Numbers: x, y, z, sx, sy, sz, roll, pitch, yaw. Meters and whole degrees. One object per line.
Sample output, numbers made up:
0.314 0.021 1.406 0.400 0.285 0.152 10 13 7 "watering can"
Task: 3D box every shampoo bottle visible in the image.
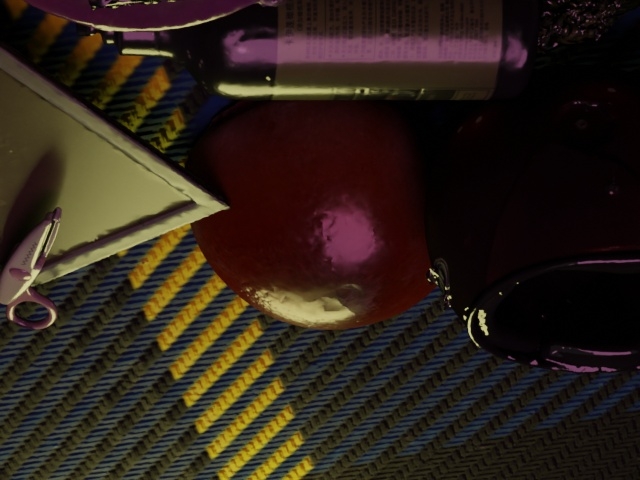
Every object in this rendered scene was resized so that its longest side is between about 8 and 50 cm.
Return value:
-0.010 -0.138 1.109 0.283 0.101 0.101 -1 140 -8 "shampoo bottle"

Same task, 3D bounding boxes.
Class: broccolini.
0.243 -0.191 1.129 0.254 0.071 0.057 -27 155 7 "broccolini"

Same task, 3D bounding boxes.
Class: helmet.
0.167 -0.017 1.185 0.216 0.193 0.189 -40 154 -16 "helmet"

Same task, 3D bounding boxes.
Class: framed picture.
-0.240 -0.061 1.193 0.231 0.018 0.293 -20 140 34 "framed picture"

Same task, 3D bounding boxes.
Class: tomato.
0.000 0.000 1.270 0.199 0.112 0.228 -22 135 19 "tomato"

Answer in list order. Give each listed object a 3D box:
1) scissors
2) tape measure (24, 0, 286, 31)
-0.215 0.020 1.278 0.085 0.022 0.176 22 148 -14 "scissors"
-0.093 -0.230 0.947 0.231 0.149 0.245 -9 139 1 "tape measure"
